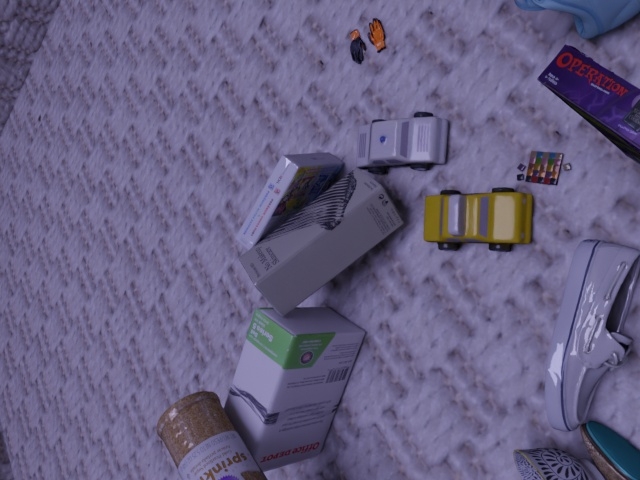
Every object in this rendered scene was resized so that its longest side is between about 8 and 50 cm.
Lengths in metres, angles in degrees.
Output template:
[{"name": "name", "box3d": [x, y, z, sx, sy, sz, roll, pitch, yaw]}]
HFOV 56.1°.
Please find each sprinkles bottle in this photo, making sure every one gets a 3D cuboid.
[{"name": "sprinkles bottle", "box3d": [-0.136, 0.411, 0.956, 0.355, 0.121, 0.121, 48, 116, 33]}]

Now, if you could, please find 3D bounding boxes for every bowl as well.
[{"name": "bowl", "box3d": [0.340, 0.344, 0.805, 0.080, 0.170, 0.170, -26, 63, -2]}]

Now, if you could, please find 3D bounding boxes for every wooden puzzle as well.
[{"name": "wooden puzzle", "box3d": [0.343, -0.112, 0.923, 0.083, 0.006, 0.049, 14, 95, 42]}]

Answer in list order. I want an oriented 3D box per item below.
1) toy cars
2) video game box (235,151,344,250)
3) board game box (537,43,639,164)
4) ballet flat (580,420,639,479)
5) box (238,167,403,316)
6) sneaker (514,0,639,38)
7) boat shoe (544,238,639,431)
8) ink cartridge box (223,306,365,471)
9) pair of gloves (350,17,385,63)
[{"name": "toy cars", "box3d": [0.180, -0.106, 1.015, 0.176, 0.087, 0.393, -54, 54, 23]}, {"name": "video game box", "box3d": [-0.055, -0.079, 1.145, 0.048, 0.205, 0.187, 40, 112, 13]}, {"name": "board game box", "box3d": [0.387, -0.089, 0.654, 0.056, 0.347, 0.208, -51, 56, 23]}, {"name": "ballet flat", "box3d": [0.416, 0.323, 0.773, 0.206, 0.073, 0.067, 40, 126, 41]}, {"name": "box", "box3d": [0.000, 0.000, 1.063, 0.275, 0.094, 0.113, -38, 34, -4]}, {"name": "sneaker", "box3d": [0.290, -0.369, 0.767, 0.150, 0.366, 0.135, -41, 37, 37]}, {"name": "boat shoe", "box3d": [0.375, 0.134, 0.814, 0.088, 0.096, 0.267, 10, 82, 43]}, {"name": "ink cartridge box", "box3d": [-0.057, 0.268, 1.112, 0.115, 0.198, 0.272, 29, 105, 40]}, {"name": "pair of gloves", "box3d": [0.090, -0.392, 1.178, 0.083, 0.010, 0.074, -21, 72, 40]}]
